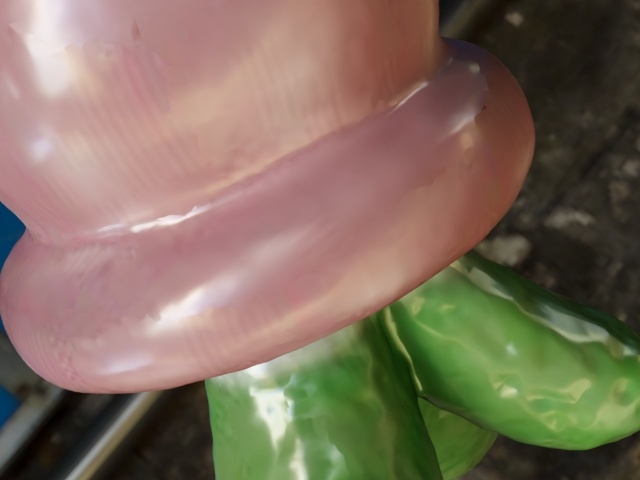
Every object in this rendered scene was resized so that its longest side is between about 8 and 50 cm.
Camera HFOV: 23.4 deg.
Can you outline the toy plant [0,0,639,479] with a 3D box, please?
[{"bbox_3d":[-0.006,-0.003,0.608,0.211,0.356,0.317,-24,19,18],"label":"toy plant"}]
